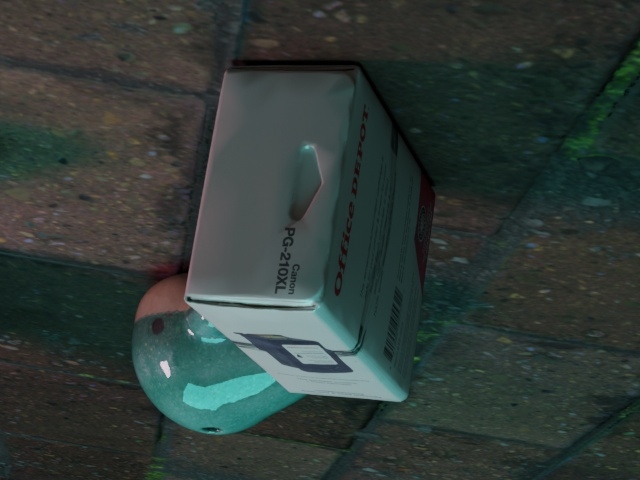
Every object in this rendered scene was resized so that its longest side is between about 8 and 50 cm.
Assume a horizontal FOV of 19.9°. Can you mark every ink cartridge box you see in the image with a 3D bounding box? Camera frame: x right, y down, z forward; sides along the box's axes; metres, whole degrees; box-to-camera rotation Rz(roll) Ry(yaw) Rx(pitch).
[{"bbox_3d":[0.000,0.000,1.281,0.100,0.172,0.237,3,162,18],"label":"ink cartridge box"}]

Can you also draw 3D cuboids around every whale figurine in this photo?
[{"bbox_3d":[-0.052,0.111,1.712,0.272,0.141,0.216,-2,159,29],"label":"whale figurine"}]
